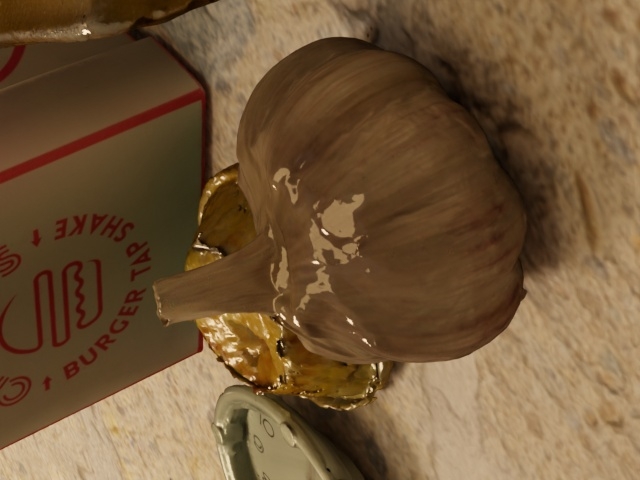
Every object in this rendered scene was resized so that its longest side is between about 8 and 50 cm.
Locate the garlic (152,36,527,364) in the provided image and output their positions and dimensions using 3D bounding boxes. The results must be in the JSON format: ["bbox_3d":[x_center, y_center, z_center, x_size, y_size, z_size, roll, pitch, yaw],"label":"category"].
[{"bbox_3d":[0.000,0.000,1.137,0.218,0.212,0.218,50,157,31],"label":"garlic"}]

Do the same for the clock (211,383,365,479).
[{"bbox_3d":[-0.006,0.215,1.526,0.236,0.053,0.236,45,149,37],"label":"clock"}]

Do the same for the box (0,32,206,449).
[{"bbox_3d":[-0.297,-0.036,1.532,0.300,0.312,0.314,46,149,33],"label":"box"}]

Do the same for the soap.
[{"bbox_3d":[-0.151,-0.189,1.288,0.257,0.160,0.080,7,119,58],"label":"soap"}]

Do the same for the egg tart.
[{"bbox_3d":[-0.033,0.043,1.383,0.212,0.090,0.212,39,147,32],"label":"egg tart"}]
